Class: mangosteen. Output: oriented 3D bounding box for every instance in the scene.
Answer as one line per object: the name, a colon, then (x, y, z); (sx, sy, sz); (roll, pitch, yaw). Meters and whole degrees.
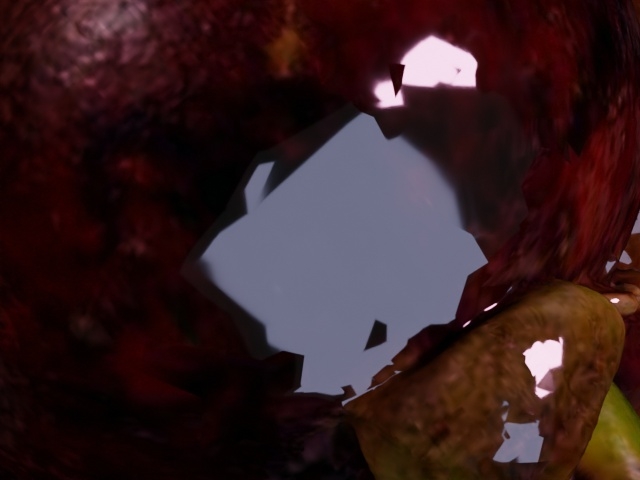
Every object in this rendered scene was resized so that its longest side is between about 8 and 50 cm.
mangosteen: (-0.009, -0.008, 0.480); (0.216, 0.216, 0.216); (-27, 139, -26)

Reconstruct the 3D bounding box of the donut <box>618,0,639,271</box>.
donut: (0.113, -0.018, 0.666); (0.126, 0.144, 0.186); (-10, 160, -14)
